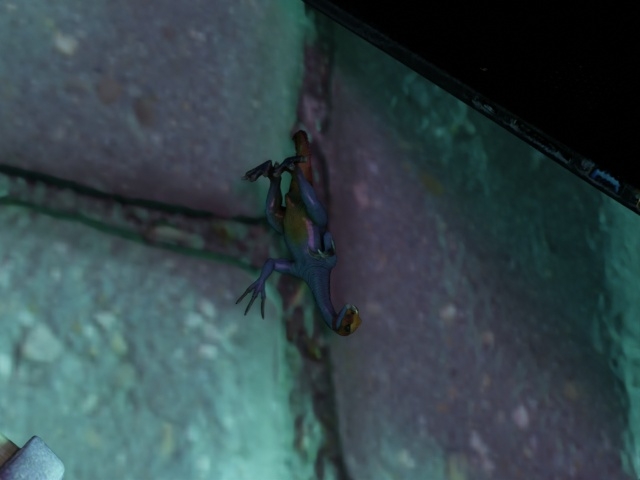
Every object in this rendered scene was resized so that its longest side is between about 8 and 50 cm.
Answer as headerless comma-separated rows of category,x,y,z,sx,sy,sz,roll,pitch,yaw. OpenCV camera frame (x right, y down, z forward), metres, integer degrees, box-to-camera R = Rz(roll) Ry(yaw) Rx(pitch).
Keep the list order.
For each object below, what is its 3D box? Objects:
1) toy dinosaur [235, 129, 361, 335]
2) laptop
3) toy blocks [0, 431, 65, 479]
toy dinosaur,0.000,0.000,0.595,0.090,0.047,0.082,-47,115,-46
laptop,0.230,-0.047,0.760,0.408,0.236,0.382,36,50,23
toy blocks,-0.185,0.099,0.276,0.260,0.309,0.288,42,55,0
